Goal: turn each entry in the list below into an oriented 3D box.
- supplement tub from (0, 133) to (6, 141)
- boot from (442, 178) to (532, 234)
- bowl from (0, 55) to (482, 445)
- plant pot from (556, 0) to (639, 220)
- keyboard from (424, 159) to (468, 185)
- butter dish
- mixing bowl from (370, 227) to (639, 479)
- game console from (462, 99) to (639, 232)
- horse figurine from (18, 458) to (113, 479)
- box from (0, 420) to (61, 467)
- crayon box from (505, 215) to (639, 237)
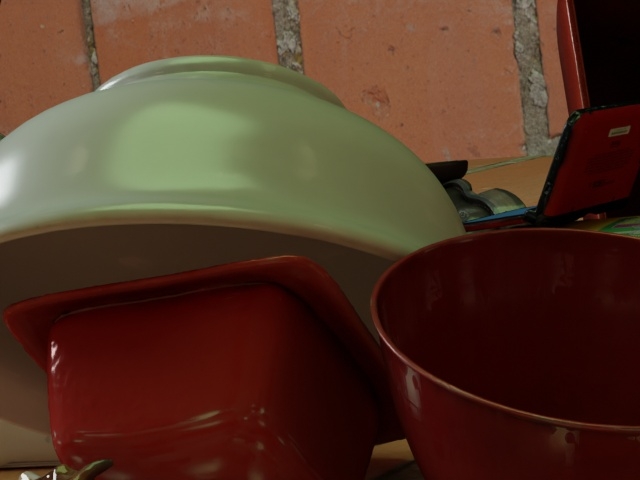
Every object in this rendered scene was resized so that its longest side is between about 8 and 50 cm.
[{"bbox_3d":[-0.327,-0.001,1.519,0.207,0.207,0.338,-8,7,-19],"label":"supplement tub"},{"bbox_3d":[0.041,0.018,1.564,0.229,0.091,0.263,-16,1,-15],"label":"boot"},{"bbox_3d":[-0.054,-0.001,0.925,0.297,0.134,0.298,2,-26,1],"label":"bowl"},{"bbox_3d":[0.334,-0.097,1.615,0.267,0.267,0.236,-7,-6,-6],"label":"plant pot"},{"bbox_3d":[0.000,0.000,1.638,0.201,0.033,0.317,-39,-15,28],"label":"keyboard"},{"bbox_3d":[-0.050,0.094,0.820,0.160,0.118,0.160,-9,-38,22],"label":"butter dish"},{"bbox_3d":[0.107,0.074,0.762,0.181,0.098,0.181,3,24,-2],"label":"mixing bowl"},{"bbox_3d":[0.164,-0.053,1.327,0.085,0.124,0.144,26,20,27],"label":"game console"},{"bbox_3d":[-0.227,0.144,0.726,0.174,0.066,0.263,-9,0,44],"label":"horse figurine"},{"bbox_3d":[-0.172,0.058,1.182,0.148,0.127,0.232,-4,6,17],"label":"box"},{"bbox_3d":[0.239,0.029,1.234,0.278,0.081,0.165,-4,6,23],"label":"crayon box"}]
